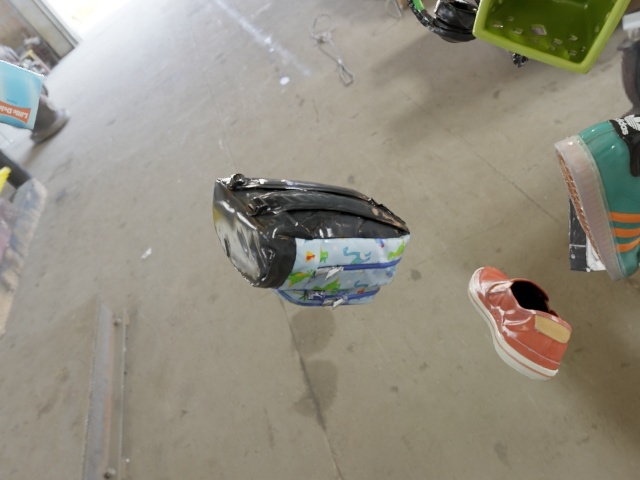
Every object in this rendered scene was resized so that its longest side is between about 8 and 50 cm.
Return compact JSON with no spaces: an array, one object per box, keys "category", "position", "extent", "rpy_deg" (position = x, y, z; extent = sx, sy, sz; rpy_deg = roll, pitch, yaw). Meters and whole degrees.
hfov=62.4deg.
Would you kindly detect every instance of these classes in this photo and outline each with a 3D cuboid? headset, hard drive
[{"category":"headset","position":[0.366,-0.576,1.277],"extent":[0.243,0.394,0.185],"rpy_deg":[-45,0,42]},{"category":"hard drive","position":[0.736,-0.097,1.339],"extent":[0.236,0.339,0.064],"rpy_deg":[-3,2,-22]}]

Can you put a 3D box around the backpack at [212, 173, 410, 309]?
[{"category":"backpack","position":[0.000,0.000,1.041],"extent":[0.355,0.273,0.290],"rpy_deg":[-12,31,-27]}]

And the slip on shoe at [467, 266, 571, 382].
[{"category":"slip on shoe","position":[0.328,0.108,0.875],"extent":[0.101,0.123,0.331],"rpy_deg":[-64,1,16]}]

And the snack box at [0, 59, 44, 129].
[{"category":"snack box","position":[-0.443,-0.175,0.488],"extent":[0.321,0.187,0.060],"rpy_deg":[16,94,26]}]

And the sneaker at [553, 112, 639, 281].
[{"category":"sneaker","position":[0.422,-0.048,0.728],"extent":[0.121,0.302,0.108],"rpy_deg":[-25,45,20]}]

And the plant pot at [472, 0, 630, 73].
[{"category":"plant pot","position":[0.439,-0.471,0.950],"extent":[0.228,0.227,0.207],"rpy_deg":[27,48,15]}]
